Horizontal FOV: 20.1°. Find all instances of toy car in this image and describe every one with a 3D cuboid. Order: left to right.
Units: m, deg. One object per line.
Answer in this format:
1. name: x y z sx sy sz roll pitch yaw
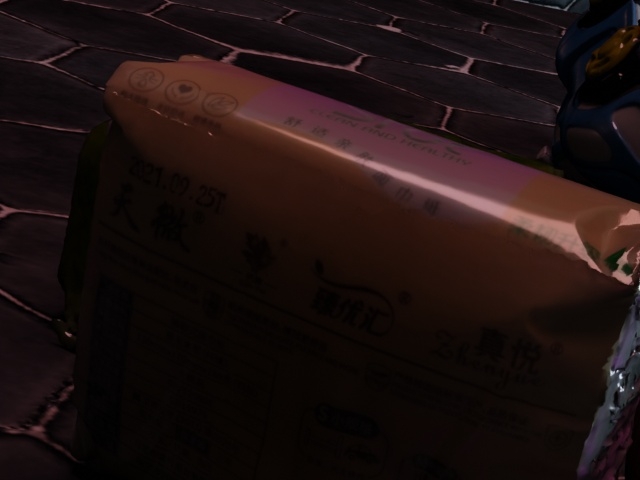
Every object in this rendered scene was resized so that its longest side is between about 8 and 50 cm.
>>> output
1. toy car: 0.249 -0.076 1.360 0.198 0.166 0.314 42 26 -13

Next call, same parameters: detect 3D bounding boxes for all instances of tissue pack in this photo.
1. tissue pack: 0.014 0.050 0.803 0.257 0.215 0.123 19 26 18

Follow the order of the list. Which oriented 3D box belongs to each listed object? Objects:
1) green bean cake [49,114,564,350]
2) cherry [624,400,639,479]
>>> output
1. green bean cake: 0.000 0.000 1.071 0.250 0.156 0.247 20 14 22
2. cherry: 0.214 0.126 0.831 0.140 0.176 0.176 -25 -13 37
